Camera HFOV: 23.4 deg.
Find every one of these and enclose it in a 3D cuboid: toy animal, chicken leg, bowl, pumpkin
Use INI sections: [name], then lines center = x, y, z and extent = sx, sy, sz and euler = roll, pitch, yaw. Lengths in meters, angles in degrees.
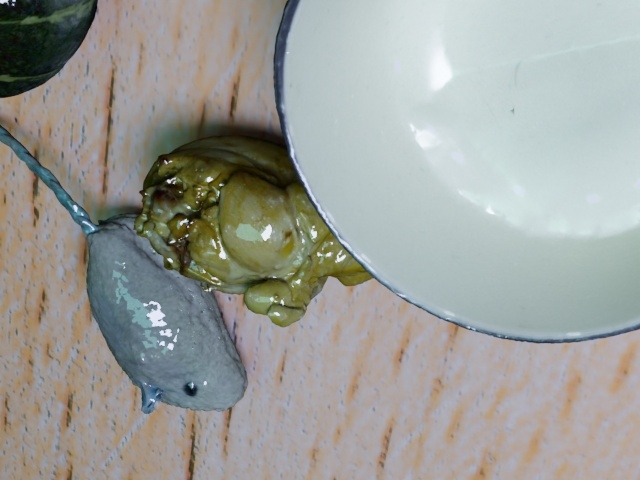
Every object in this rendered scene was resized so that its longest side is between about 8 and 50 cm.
[toy animal]
center = -0.137, 0.010, 0.966
extent = 0.079, 0.070, 0.253
euler = -41, 92, 21
[chicken leg]
center = 0.000, 0.000, 0.867
extent = 0.228, 0.103, 0.088
euler = 18, 109, 12
[bowl]
center = 0.108, -0.078, 0.749
extent = 0.238, 0.126, 0.238
euler = 12, 122, 20
[pumpkin]
center = -0.199, -0.156, 0.862
extent = 0.167, 0.125, 0.167
euler = 14, 133, 15
